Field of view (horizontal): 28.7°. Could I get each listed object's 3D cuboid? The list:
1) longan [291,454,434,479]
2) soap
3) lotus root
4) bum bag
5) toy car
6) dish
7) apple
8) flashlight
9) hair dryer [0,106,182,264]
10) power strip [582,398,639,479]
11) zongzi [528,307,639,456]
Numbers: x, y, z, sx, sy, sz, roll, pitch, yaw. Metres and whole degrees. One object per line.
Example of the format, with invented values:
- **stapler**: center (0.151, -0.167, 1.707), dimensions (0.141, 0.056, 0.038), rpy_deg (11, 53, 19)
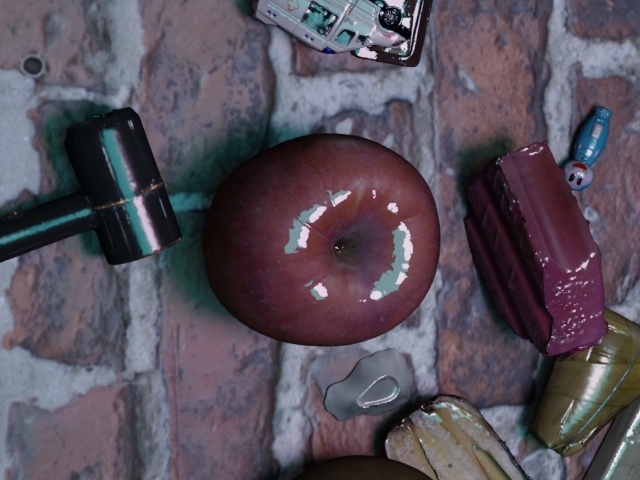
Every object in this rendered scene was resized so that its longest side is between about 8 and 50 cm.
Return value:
- **longan**: center (0.064, 0.438, 1.680), dimensions (0.319, 0.319, 0.319), rpy_deg (-2, 98, -18)
- **soap**: center (0.304, 0.027, 1.751), dimensions (0.112, 0.182, 0.289), rpy_deg (-18, 78, -16)
- **lotus root**: center (0.225, 0.356, 1.836), dimensions (0.167, 0.078, 0.329), rpy_deg (-29, 108, 11)
- **bum bag**: center (0.102, -0.324, 1.730), dimensions (0.109, 0.026, 0.159), rpy_deg (8, 100, -19)
- **toy car**: center (0.015, -0.297, 1.658), dimensions (0.209, 0.089, 0.108), rpy_deg (29, 93, -12)
- **dish**: center (0.074, 0.215, 1.780), dimensions (0.137, 0.039, 0.091), rpy_deg (-23, 104, -16)
- **apple**: center (0.000, 0.000, 1.626), dimensions (0.305, 0.235, 0.306), rpy_deg (-4, 100, -20)
- **flashlight**: center (0.392, -0.135, 1.839), dimensions (0.051, 0.051, 0.129), rpy_deg (25, 83, -20)
- **hair dryer**: center (-0.370, -0.032, 1.577), dimensions (0.352, 0.107, 0.189), rpy_deg (-19, 100, -9)
- **power strip**: center (0.483, 0.327, 1.924), dimensions (0.093, 0.053, 0.288), rpy_deg (30, 87, -18)
- **zongzi**: center (0.447, 0.229, 1.870), dimensions (0.256, 0.115, 0.228), rpy_deg (20, 87, -23)
